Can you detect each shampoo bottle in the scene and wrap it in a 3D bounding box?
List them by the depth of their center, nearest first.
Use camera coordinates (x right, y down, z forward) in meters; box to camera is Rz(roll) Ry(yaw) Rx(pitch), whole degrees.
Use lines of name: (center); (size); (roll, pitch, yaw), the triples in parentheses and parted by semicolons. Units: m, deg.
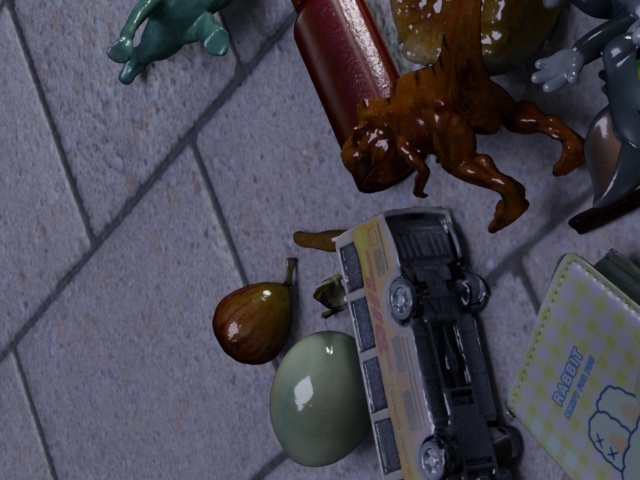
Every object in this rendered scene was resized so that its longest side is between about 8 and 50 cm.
shampoo bottle: (0.029, -0.183, 2.010); (0.102, 0.064, 0.260); (-48, 57, 45)

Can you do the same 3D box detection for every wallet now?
wallet: (0.297, 0.172, 1.688); (0.309, 0.077, 0.223); (48, 131, 36)

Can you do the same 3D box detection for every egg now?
egg: (0.003, 0.168, 2.032); (0.114, 0.114, 0.152); (35, 116, 45)

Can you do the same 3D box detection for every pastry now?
pastry: (0.150, -0.251, 1.825); (0.182, 0.093, 0.192); (9, 98, 45)

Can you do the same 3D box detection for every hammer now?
hammer: (0.281, -0.031, 1.736); (0.178, 0.021, 0.065); (-26, 74, 51)

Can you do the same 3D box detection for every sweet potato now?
sweet potato: (0.000, 0.000, 2.096); (0.115, 0.026, 0.026); (1, 94, 52)

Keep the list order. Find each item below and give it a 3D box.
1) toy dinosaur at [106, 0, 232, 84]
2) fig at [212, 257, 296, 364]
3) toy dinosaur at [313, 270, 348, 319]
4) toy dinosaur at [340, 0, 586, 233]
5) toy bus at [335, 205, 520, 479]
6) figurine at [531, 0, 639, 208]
toy dinosaur: (-0.126, -0.314, 2.199); (0.383, 0.129, 0.331); (-52, 10, 9)
fig: (-0.061, 0.076, 2.149); (0.125, 0.089, 0.089); (-49, 53, 15)
toy dinosaur: (0.022, 0.055, 2.014); (0.180, 0.058, 0.037); (73, 176, -69)
toy dinosaur: (0.147, -0.117, 1.757); (0.208, 0.097, 0.432); (40, 152, -1)
toy bus: (0.103, 0.139, 1.915); (0.138, 0.097, 0.342); (-24, 74, 53)
figurine: (0.271, -0.159, 1.644); (0.265, 0.193, 0.140); (-110, -2, -53)
